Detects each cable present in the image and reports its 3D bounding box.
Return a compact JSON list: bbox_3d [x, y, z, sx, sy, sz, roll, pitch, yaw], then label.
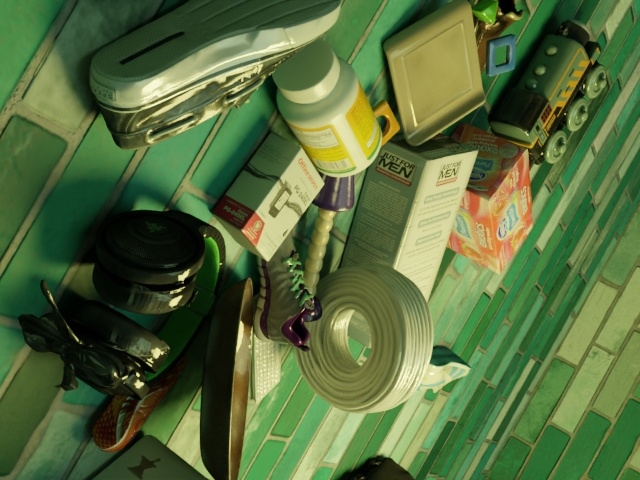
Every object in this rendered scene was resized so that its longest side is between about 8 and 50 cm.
[{"bbox_3d":[0.068,0.164,1.478,0.089,0.257,0.257,4,116,-47],"label":"cable"}]

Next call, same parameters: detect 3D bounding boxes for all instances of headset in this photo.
[{"bbox_3d":[-0.210,0.093,1.045,0.243,0.185,0.394,-67,162,9],"label":"headset"}]

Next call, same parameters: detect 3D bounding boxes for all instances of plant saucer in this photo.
[{"bbox_3d":[-0.135,0.206,1.264,0.310,0.050,0.310,4,90,-89],"label":"plant saucer"}]

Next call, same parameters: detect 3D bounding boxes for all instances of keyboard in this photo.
[{"bbox_3d":[-0.091,0.173,1.479,0.072,0.014,0.256,-36,143,-38],"label":"keyboard"}]

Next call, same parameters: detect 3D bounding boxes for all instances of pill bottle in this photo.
[{"bbox_3d":[0.007,-0.186,1.216,0.117,0.118,0.208,-55,150,-11],"label":"pill bottle"}]

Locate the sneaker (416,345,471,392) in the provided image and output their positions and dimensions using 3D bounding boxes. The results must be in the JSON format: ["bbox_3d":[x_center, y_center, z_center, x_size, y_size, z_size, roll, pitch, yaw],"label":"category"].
[{"bbox_3d":[0.294,0.324,2.160,0.229,0.087,0.092,8,115,-52],"label":"sneaker"}]

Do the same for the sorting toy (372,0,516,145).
[{"bbox_3d":[0.186,-0.282,1.454,0.348,0.047,0.196,-34,127,-20],"label":"sorting toy"}]

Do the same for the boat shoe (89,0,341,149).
[{"bbox_3d":[-0.119,-0.214,1.018,0.335,0.121,0.119,-29,147,-28],"label":"boat shoe"}]

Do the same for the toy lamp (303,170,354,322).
[{"bbox_3d":[0.000,0.000,1.409,0.080,0.080,0.274,-23,135,-49],"label":"toy lamp"}]

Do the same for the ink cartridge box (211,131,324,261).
[{"bbox_3d":[-0.072,-0.063,1.252,0.150,0.063,0.109,-55,150,-11],"label":"ink cartridge box"}]

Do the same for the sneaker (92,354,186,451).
[{"bbox_3d":[-0.256,0.220,1.228,0.175,0.064,0.067,-49,169,-12],"label":"sneaker"}]

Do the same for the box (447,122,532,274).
[{"bbox_3d":[0.332,-0.082,1.788,0.142,0.154,0.300,-51,151,-16],"label":"box"}]

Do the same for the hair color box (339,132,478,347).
[{"bbox_3d":[0.147,-0.006,1.599,0.185,0.114,0.374,-17,129,-51],"label":"hair color box"}]

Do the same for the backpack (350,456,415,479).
[{"bbox_3d":[0.114,0.751,2.100,0.355,0.273,0.290,-54,168,14],"label":"backpack"}]

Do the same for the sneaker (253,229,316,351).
[{"bbox_3d":[-0.043,0.063,1.351,0.083,0.098,0.223,-34,134,-55],"label":"sneaker"}]

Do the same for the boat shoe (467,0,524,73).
[{"bbox_3d":[0.304,-0.400,1.523,0.095,0.095,0.257,-34,141,-40],"label":"boat shoe"}]

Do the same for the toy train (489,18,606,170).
[{"bbox_3d":[0.494,-0.313,1.870,0.333,0.142,0.190,-58,141,-7],"label":"toy train"}]

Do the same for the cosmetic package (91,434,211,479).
[{"bbox_3d":[-0.242,0.577,1.267,0.327,0.330,0.393,-37,142,-36],"label":"cosmetic package"}]
